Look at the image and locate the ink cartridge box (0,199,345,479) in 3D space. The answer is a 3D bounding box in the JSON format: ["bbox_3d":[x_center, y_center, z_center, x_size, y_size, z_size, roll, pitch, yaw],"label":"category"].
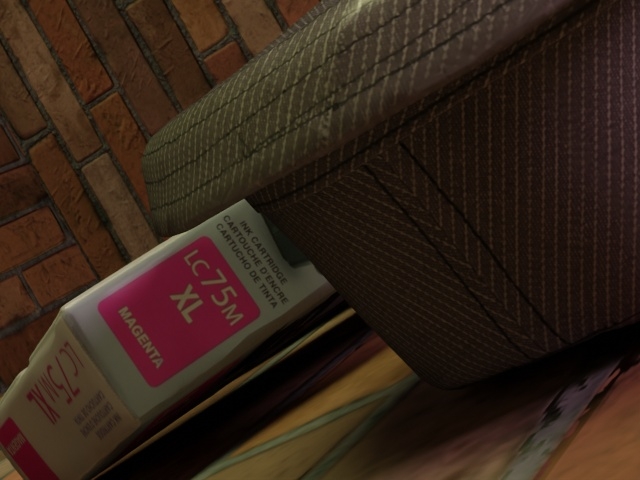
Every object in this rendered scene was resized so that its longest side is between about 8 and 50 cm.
[{"bbox_3d":[0.000,0.000,0.693,0.311,0.065,0.186,-36,-3,-28],"label":"ink cartridge box"}]

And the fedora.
[{"bbox_3d":[0.077,-0.050,0.441,0.243,0.124,0.275,-31,10,29],"label":"fedora"}]
